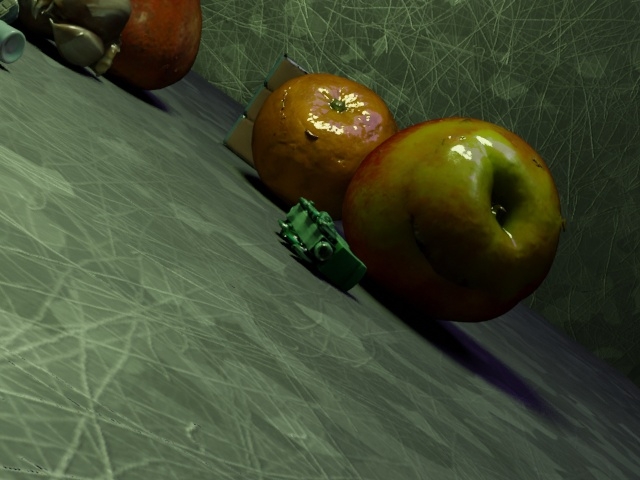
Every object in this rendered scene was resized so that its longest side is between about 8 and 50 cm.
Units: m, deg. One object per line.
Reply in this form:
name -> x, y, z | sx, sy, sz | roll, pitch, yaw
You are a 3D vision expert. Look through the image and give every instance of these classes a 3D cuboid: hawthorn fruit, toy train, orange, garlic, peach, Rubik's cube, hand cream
hawthorn fruit -> -0.341, -0.450, 2.057 | 0.276, 0.307, 0.276 | 22, 14, -6
toy train -> 0.000, 0.000, 1.608 | 0.104, 0.071, 0.178 | 41, 6, -24
orange -> 0.011, -0.171, 2.005 | 0.284, 0.226, 0.284 | 12, 47, -13
garlic -> -0.427, -0.401, 1.843 | 0.214, 0.160, 0.191 | 43, -5, 22
peach -> 0.213, -0.032, 1.800 | 0.370, 0.370, 0.370 | 35, 7, -5
Rubik's cube -> -0.022, -0.215, 2.275 | 0.221, 0.224, 0.231 | 38, 8, 20
hand cream -> -0.465, -0.286, 1.434 | 0.174, 0.047, 0.076 | 29, 6, 22

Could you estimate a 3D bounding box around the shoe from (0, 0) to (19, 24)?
shoe -> -0.519, -0.383, 1.746 | 0.143, 0.064, 0.071 | 48, -7, 36
